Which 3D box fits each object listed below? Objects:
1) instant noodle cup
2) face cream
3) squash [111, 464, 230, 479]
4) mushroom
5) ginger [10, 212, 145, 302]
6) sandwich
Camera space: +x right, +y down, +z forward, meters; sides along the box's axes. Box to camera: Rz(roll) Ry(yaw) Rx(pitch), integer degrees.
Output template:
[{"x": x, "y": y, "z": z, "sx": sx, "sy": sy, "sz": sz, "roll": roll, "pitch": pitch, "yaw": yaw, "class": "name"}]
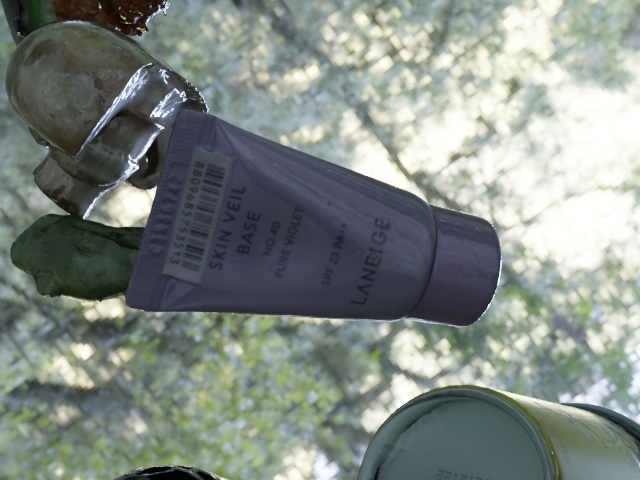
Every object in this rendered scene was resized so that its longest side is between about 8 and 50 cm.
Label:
[{"x": 0.139, "y": 0.201, "z": 1.022, "sx": 0.216, "sy": 0.215, "sz": 0.236, "roll": -35, "pitch": 149, "yaw": 16, "class": "instant noodle cup"}, {"x": 0.000, "y": 0.000, "z": 1.056, "sx": 0.096, "sy": 0.274, "sz": 0.154, "roll": 49, "pitch": -55, "yaw": 60, "class": "face cream"}, {"x": -0.101, "y": 0.243, "z": 0.901, "sx": 0.156, "sy": 0.193, "sz": 0.193, "roll": -38, "pitch": -179, "yaw": 39, "class": "squash"}, {"x": -0.262, "y": -0.146, "z": 1.563, "sx": 0.195, "sy": 0.189, "sz": 0.254, "roll": -52, "pitch": 157, "yaw": 4, "class": "mushroom"}, {"x": -0.170, "y": 0.007, "z": 1.422, "sx": 0.290, "sy": 0.137, "sz": 0.089, "roll": -13, "pitch": 139, "yaw": -1, "class": "ginger"}, {"x": -0.295, "y": -0.378, "z": 1.915, "sx": 0.301, "sy": 0.250, "sz": 0.162, "roll": -20, "pitch": -150, "yaw": -10, "class": "sandwich"}]
